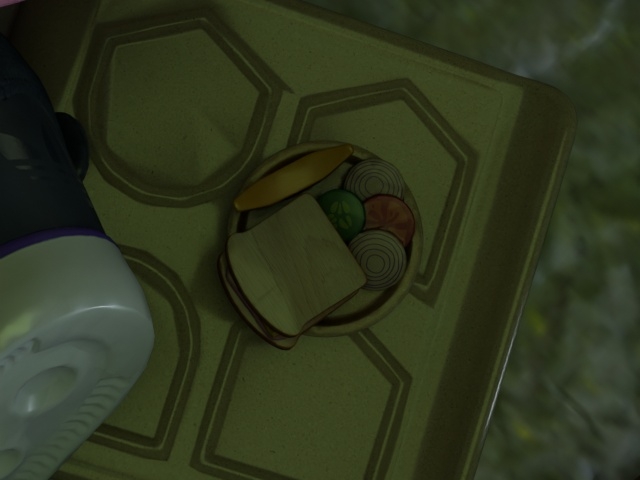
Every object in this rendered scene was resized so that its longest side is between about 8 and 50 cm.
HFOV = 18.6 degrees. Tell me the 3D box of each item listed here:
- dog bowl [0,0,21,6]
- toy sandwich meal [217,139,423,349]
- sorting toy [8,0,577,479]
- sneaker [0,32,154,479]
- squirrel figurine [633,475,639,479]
[{"bbox_3d":[-0.163,-0.161,0.607,0.408,0.408,0.150,-16,108,-11],"label":"dog bowl"},{"bbox_3d":[0.000,0.000,0.756,0.086,0.029,0.085,0,86,-6],"label":"toy sandwich meal"},{"bbox_3d":[-0.019,-0.039,0.794,0.229,0.041,0.307,18,84,-5],"label":"sorting toy"},{"bbox_3d":[-0.225,0.036,0.726,0.323,0.130,0.236,-43,64,15],"label":"sneaker"},{"bbox_3d":[0.305,0.137,0.726,0.370,0.281,0.397,-42,94,-1],"label":"squirrel figurine"}]
